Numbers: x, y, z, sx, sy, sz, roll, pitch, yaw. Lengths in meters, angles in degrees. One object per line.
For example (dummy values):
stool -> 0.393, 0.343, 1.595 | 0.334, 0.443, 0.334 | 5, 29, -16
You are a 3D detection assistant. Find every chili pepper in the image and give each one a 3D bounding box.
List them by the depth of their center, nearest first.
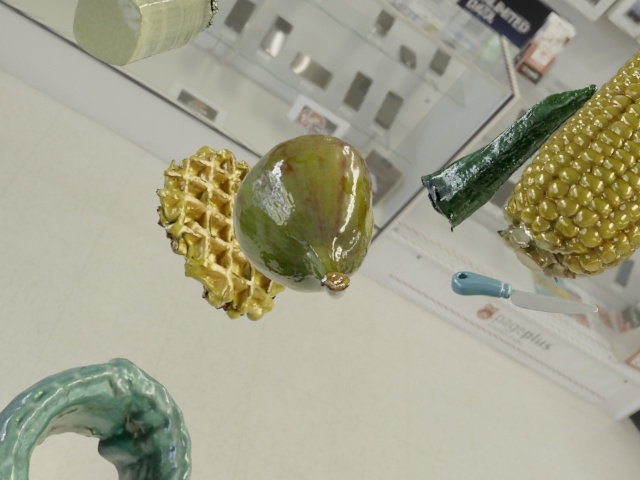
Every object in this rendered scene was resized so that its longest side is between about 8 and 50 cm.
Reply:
chili pepper -> 0.226, -0.106, 0.866 | 0.059, 0.227, 0.088 | 32, 29, -45

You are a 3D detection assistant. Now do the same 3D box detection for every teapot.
teapot -> -0.198, -0.257, 0.822 | 0.107, 0.077, 0.200 | 27, 27, 5

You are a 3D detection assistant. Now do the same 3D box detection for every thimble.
thimble -> -0.234, 0.225, 0.719 | 0.198, 0.143, 0.235 | 33, 45, -17

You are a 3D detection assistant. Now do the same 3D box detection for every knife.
knife -> 0.338, 0.097, 1.251 | 0.244, 0.032, 0.058 | 14, 28, 25

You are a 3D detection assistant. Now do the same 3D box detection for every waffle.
waffle -> -0.191, -0.022, 1.599 | 0.382, 0.095, 0.379 | 59, 31, -8

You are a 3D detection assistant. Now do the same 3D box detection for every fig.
fig -> 0.000, 0.000, 0.645 | 0.149, 0.149, 0.245 | 26, 19, -22

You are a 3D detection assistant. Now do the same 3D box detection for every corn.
corn -> 0.336, -0.116, 0.727 | 0.144, 0.387, 0.144 | 45, 4, -4
